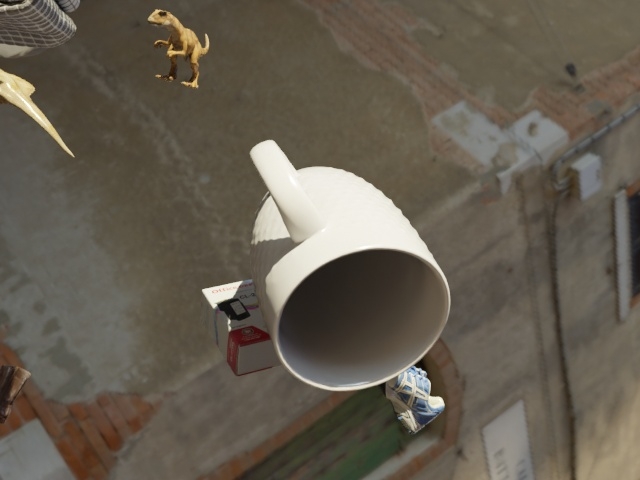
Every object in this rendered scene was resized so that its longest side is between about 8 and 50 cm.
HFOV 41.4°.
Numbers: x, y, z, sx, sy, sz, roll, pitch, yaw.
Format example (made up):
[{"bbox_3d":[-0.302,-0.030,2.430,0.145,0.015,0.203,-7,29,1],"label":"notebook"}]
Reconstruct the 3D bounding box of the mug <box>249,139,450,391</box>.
[{"bbox_3d":[0.000,0.000,1.343,0.374,0.276,0.328,56,5,-37],"label":"mug"}]

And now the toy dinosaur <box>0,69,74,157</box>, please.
[{"bbox_3d":[-0.311,-0.149,0.815,0.183,0.092,0.053,38,-68,25],"label":"toy dinosaur"}]

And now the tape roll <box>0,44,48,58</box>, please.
[{"bbox_3d":[-0.673,-0.511,1.854,0.219,0.219,0.072,60,22,-7],"label":"tape roll"}]

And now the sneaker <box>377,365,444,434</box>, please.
[{"bbox_3d":[0.140,0.237,1.467,0.211,0.081,0.080,57,8,-26],"label":"sneaker"}]

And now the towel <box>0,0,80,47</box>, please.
[{"bbox_3d":[-0.512,-0.361,1.220,0.235,0.284,0.121,-136,-128,-87],"label":"towel"}]

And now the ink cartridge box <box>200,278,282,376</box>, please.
[{"bbox_3d":[-0.123,0.148,1.497,0.175,0.127,0.072,47,-40,47],"label":"ink cartridge box"}]

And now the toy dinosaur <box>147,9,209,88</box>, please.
[{"bbox_3d":[-0.204,-0.295,1.324,0.064,0.112,0.211,14,-1,13],"label":"toy dinosaur"}]

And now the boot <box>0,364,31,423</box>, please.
[{"bbox_3d":[-0.604,0.271,1.559,0.106,0.114,0.037,24,6,-30],"label":"boot"}]
